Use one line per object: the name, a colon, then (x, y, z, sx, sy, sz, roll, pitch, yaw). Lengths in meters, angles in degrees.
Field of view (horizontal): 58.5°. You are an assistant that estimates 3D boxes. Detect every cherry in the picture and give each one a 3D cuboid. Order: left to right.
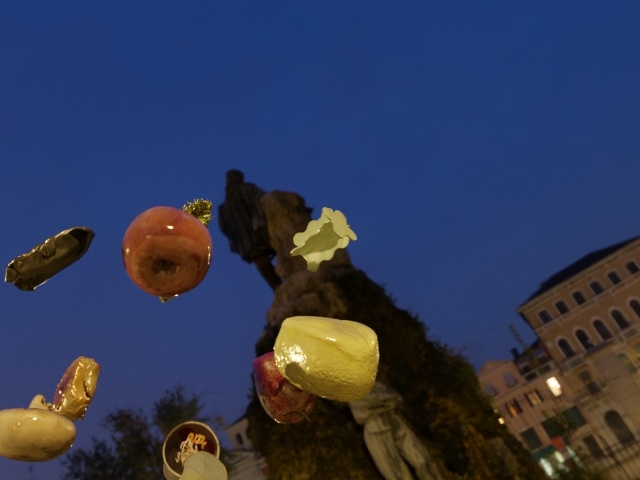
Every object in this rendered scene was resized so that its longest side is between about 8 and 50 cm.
cherry: (-0.126, 0.503, 1.984, 0.203, 0.300, 0.230, -35, -32, -21)

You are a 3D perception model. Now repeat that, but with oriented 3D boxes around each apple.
apple: (-0.480, 0.030, 1.809, 0.306, 0.235, 0.305, -5, -51, -6)

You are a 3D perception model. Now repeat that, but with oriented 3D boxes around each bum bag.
bum bag: (-0.870, 0.054, 1.850, 0.326, 0.080, 0.142, -40, -28, -40)

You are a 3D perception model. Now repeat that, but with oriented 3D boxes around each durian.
durian: (-0.514, -0.020, 2.167, 0.351, 0.169, 0.158, -53, -12, 21)

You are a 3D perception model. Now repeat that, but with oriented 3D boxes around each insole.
insole: (-0.272, 0.534, 1.260, 0.009, 0.119, 0.348, -57, -7, -1)

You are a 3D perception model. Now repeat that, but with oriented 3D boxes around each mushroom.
mushroom: (-0.796, 0.520, 1.587, 0.227, 0.177, 0.226, 7, -24, 3)

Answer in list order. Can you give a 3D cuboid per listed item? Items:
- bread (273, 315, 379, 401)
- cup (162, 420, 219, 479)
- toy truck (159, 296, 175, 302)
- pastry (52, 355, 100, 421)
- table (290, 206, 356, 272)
bread: (0.018, 0.354, 1.701, 0.321, 0.237, 0.320, 8, -4, 1)
cup: (-0.490, 0.796, 2.087, 0.203, 0.202, 0.288, -10, -28, -28)
toy truck: (-0.539, 0.183, 2.030, 0.083, 0.049, 0.054, -24, -54, -28)
pastry: (-0.833, 0.508, 1.950, 0.100, 0.218, 0.229, 26, -34, -27)
table: (0.000, 0.000, 2.027, 0.198, 0.166, 0.167, -40, -31, 24)
